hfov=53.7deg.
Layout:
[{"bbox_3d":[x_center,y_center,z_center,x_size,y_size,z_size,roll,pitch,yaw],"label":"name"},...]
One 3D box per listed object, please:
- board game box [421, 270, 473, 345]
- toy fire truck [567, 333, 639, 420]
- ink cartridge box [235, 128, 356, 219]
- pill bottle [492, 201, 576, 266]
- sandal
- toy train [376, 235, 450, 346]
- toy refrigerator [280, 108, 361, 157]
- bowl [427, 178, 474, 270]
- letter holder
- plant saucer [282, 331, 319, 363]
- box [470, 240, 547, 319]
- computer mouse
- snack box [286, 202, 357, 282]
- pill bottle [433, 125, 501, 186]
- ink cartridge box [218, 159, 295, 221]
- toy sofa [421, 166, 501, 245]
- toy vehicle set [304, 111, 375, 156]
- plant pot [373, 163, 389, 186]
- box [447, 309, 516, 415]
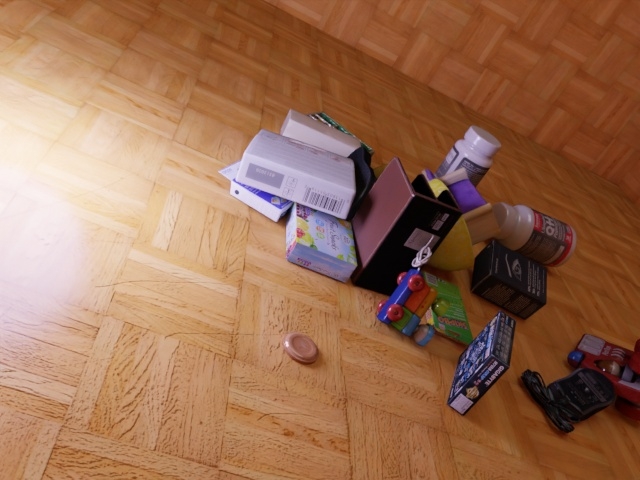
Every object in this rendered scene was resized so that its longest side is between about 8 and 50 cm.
[{"bbox_3d":[0.342,0.189,1.733,0.124,0.039,0.259,24,27,-13],"label":"board game box"},{"bbox_3d":[0.864,0.375,1.851,0.254,0.169,0.302,19,20,29],"label":"toy fire truck"},{"bbox_3d":[-0.058,-0.203,1.801,0.308,0.091,0.385,18,19,-5],"label":"ink cartridge box"},{"bbox_3d":[0.766,-0.028,2.329,0.319,0.176,0.176,20,31,-21],"label":"pill bottle"},{"bbox_3d":[0.123,-0.164,1.952,0.107,0.167,0.445,43,26,-16],"label":"sandal"},{"bbox_3d":[0.263,0.129,1.560,0.143,0.248,0.105,37,-6,-9],"label":"toy train"},{"bbox_3d":[0.000,-0.340,2.164,0.269,0.094,0.102,21,29,-15],"label":"toy refrigerator"},{"bbox_3d":[0.323,-0.024,1.887,0.156,0.289,0.289,-22,45,-2],"label":"bowl"},{"bbox_3d":[0.201,-0.038,1.672,0.152,0.302,0.214,18,31,-23],"label":"letter holder"},{"bbox_3d":[-0.040,0.225,1.333,0.083,0.013,0.083,23,30,-14],"label":"plant saucer"},{"bbox_3d":[0.583,0.122,1.954,0.207,0.108,0.153,28,46,-6],"label":"box"},{"bbox_3d":[0.661,0.412,1.670,0.272,0.072,0.188,-5,46,-30],"label":"computer mouse"},{"bbox_3d":[0.000,0.000,1.661,0.174,0.070,0.207,23,31,-16],"label":"snack box"},{"bbox_3d":[0.548,-0.280,2.398,0.161,0.283,0.161,24,30,-15],"label":"pill bottle"},{"bbox_3d":[-0.160,-0.149,1.761,0.208,0.045,0.206,34,28,7],"label":"ink cartridge box"},{"bbox_3d":[0.465,-0.137,2.124,0.362,0.150,0.177,-94,160,-65],"label":"toy sofa"},{"bbox_3d":[0.062,-0.385,2.350,0.267,0.035,0.166,39,29,12],"label":"toy vehicle set"},{"bbox_3d":[0.215,-0.200,2.140,0.095,0.134,0.134,5,28,10],"label":"plant pot"},{"bbox_3d":[0.379,0.282,1.480,0.051,0.175,0.220,35,28,5],"label":"box"}]
